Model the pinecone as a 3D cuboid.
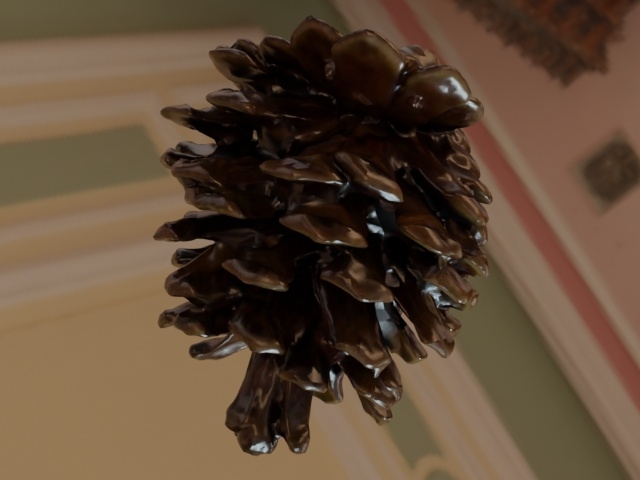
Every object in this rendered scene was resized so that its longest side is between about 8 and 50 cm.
[{"bbox_3d":[0.002,0.001,0.809,0.185,0.168,0.212,56,-145,-75],"label":"pinecone"}]
